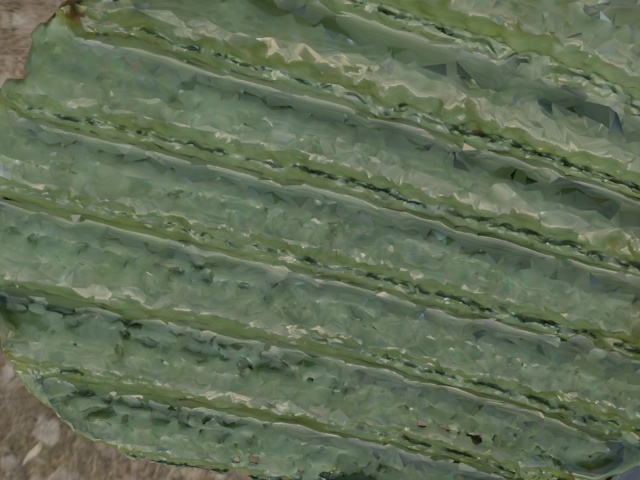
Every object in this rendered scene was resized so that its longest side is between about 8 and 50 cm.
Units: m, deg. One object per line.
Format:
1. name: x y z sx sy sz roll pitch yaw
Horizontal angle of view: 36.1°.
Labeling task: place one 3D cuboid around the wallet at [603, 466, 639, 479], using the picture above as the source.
1. wallet: 0.276 0.109 0.596 0.160 0.055 0.236 29 93 12

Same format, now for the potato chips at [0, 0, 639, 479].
1. potato chips: 0.018 0.000 0.502 0.429 0.070 0.358 14 121 4
